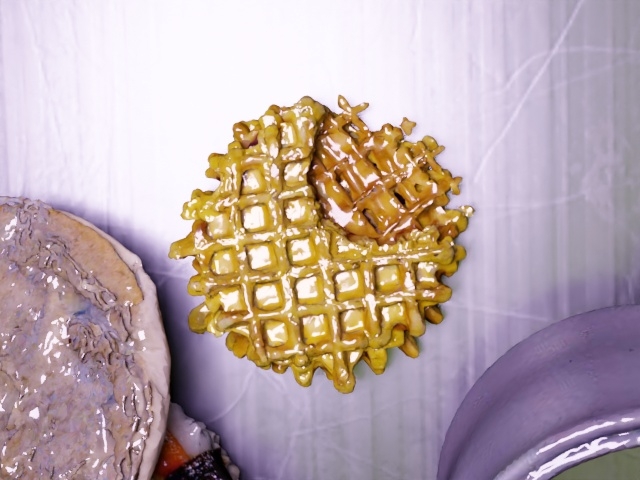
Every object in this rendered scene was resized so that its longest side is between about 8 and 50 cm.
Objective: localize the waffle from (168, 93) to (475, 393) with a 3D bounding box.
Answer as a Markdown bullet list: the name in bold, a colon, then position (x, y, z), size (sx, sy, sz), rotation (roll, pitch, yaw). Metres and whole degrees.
- **waffle**: position (0.000, 0.000, 0.853), size (0.193, 0.070, 0.197), rotation (19, 97, 3)

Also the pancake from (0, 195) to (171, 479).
- **pancake**: position (-0.211, 0.107, 0.834), size (0.282, 0.049, 0.282), rotation (-7, 71, 22)

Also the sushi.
- **sushi**: position (-0.085, 0.191, 0.856), size (0.103, 0.097, 0.226), rotation (-27, 70, -26)

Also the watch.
- **watch**: position (0.243, 0.205, 0.772), size (0.327, 0.314, 0.335), rotation (-37, 102, 19)
